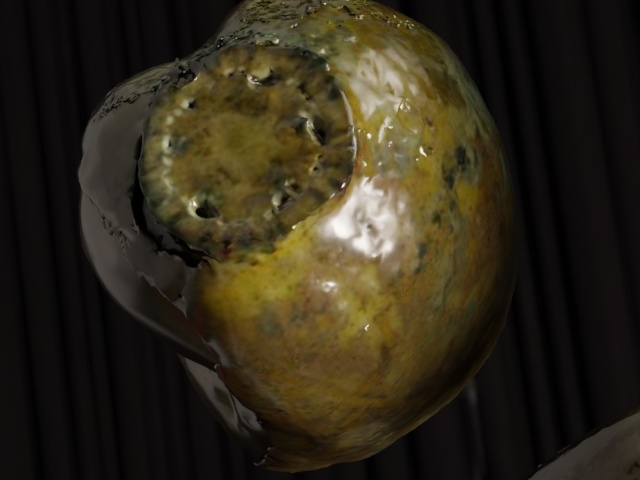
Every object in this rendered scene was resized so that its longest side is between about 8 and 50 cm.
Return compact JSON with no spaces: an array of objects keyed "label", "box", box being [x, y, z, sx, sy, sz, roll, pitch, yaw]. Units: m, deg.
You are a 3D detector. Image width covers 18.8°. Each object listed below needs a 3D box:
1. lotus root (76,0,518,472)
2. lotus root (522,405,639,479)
[{"label":"lotus root","box":[0.000,0.000,0.731,0.152,0.160,0.275,-24,167,2]},{"label":"lotus root","box":[0.191,0.184,1.243,0.241,0.123,0.124,-36,-171,31]}]
